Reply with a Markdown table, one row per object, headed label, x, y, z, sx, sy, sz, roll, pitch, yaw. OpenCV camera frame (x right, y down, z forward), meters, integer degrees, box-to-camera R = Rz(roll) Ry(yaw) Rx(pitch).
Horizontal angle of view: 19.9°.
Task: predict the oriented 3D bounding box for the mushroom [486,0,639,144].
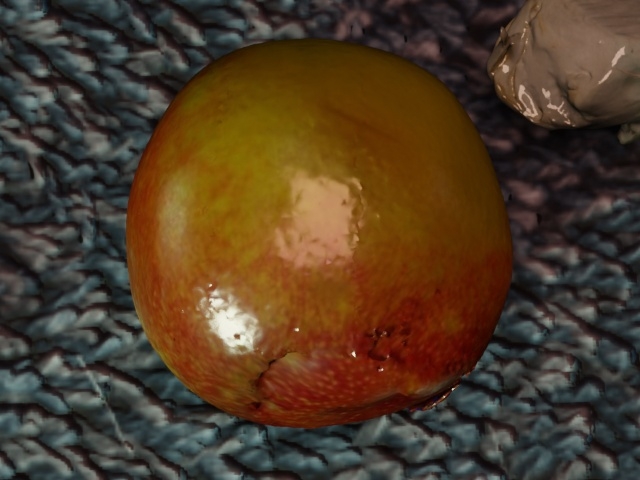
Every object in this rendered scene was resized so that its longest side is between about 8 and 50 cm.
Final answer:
| label | x | y | z | sx | sy | sz | roll | pitch | yaw |
| --- | --- | --- | --- | --- | --- | --- | --- | --- | --- |
| mushroom | 0.244 | -0.116 | 1.159 | 0.278 | 0.096 | 0.099 | 0 | 80 | -7 |

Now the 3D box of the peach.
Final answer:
| label | x | y | z | sx | sy | sz | roll | pitch | yaw |
| --- | --- | --- | --- | --- | --- | --- | --- | --- | --- |
| peach | 0.000 | 0.000 | 1.066 | 0.231 | 0.231 | 0.231 | 1 | 78 | -3 |
